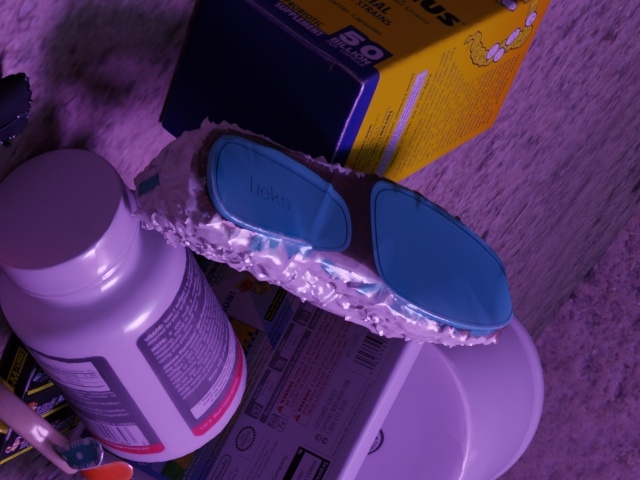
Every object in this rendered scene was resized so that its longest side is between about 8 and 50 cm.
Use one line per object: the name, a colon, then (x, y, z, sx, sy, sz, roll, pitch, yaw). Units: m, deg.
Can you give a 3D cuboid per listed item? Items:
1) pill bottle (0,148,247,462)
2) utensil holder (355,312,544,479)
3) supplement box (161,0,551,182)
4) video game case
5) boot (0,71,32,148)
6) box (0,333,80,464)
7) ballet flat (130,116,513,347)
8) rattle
pill bottle: (-0.192, 0.061, 1.558, 0.176, 0.176, 0.318, -46, 146, -17)
utensil holder: (0.107, 0.227, 2.285, 0.327, 0.327, 0.385, -57, 167, 14)
supplement box: (0.045, -0.188, 1.674, 0.356, 0.194, 0.195, -31, 152, -47)
video game case: (-0.063, 0.124, 1.699, 0.329, 0.300, 0.036, -62, 151, -7)
boot: (-0.271, -0.107, 1.325, 0.099, 0.045, 0.121, -32, 160, -40)
box: (-0.265, 0.131, 1.761, 0.191, 0.045, 0.184, -25, 149, -53)
ballet flat: (0.000, 0.000, 1.513, 0.409, 0.147, 0.147, 25, 104, -38)
rattle: (-0.297, 0.211, 1.589, 0.143, 0.200, 0.130, -42, 158, -26)
